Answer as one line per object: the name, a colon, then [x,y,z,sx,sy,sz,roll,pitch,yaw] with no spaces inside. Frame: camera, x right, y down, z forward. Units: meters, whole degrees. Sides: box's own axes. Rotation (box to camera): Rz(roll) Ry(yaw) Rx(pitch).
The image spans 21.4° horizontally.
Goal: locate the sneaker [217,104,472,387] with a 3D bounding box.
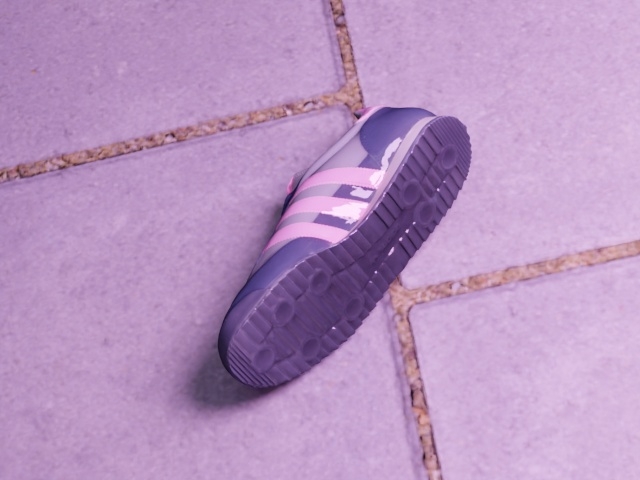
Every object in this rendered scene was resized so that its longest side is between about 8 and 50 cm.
sneaker: [0.000,0.000,1.546,0.131,0.112,0.319,21,58,44]
